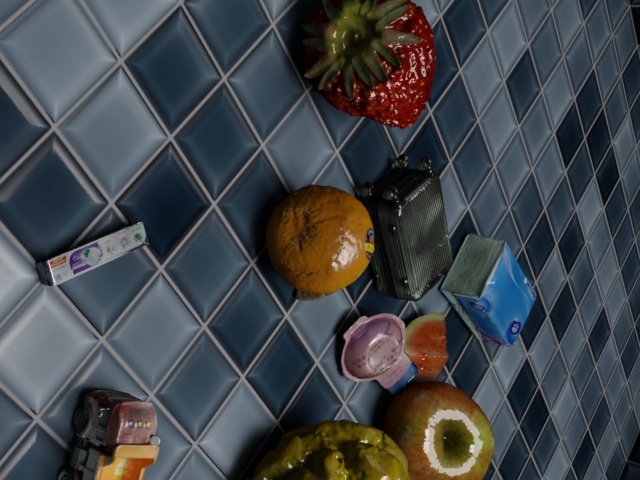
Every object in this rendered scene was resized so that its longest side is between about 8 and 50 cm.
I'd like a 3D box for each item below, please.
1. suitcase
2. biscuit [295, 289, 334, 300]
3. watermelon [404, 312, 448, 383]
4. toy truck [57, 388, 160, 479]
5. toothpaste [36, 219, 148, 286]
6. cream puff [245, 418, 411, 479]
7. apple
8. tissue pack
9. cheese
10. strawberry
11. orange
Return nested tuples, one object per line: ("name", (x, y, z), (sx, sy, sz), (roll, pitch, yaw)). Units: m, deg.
("suitcase", (0.201, -0.026, 2.046), (0.202, 0.128, 0.312), (-41, 127, -38))
("biscuit", (0.035, 0.019, 1.851), (0.032, 0.133, 0.249), (31, 74, -55))
("watermelon", (0.259, 0.263, 2.216), (0.193, 0.137, 0.145), (49, 31, -43))
("toy truck", (-0.358, 0.391, 1.456), (0.114, 0.135, 0.270), (18, 84, -50))
("toothpaste", (-0.370, 0.018, 1.436), (0.196, 0.040, 0.047), (-29, 115, -44))
("cream puff", (0.010, 0.513, 1.772), (0.257, 0.324, 0.291), (17, 110, -49))
("apple", (0.277, 0.494, 2.186), (0.277, 0.250, 0.309), (-38, 105, -21))
("tissue pack", (0.465, 0.138, 2.389), (0.198, 0.146, 0.263), (-60, 137, -21))
("cheese", (0.143, 0.272, 2.059), (0.189, 0.074, 0.286), (-46, 132, -3))
("strawberry", (0.122, -0.381, 1.795), (0.343, 0.292, 0.292), (-1, 99, -68))
("orange", (0.000, -0.002, 1.744), (0.193, 0.219, 0.219), (29, 73, -80))
